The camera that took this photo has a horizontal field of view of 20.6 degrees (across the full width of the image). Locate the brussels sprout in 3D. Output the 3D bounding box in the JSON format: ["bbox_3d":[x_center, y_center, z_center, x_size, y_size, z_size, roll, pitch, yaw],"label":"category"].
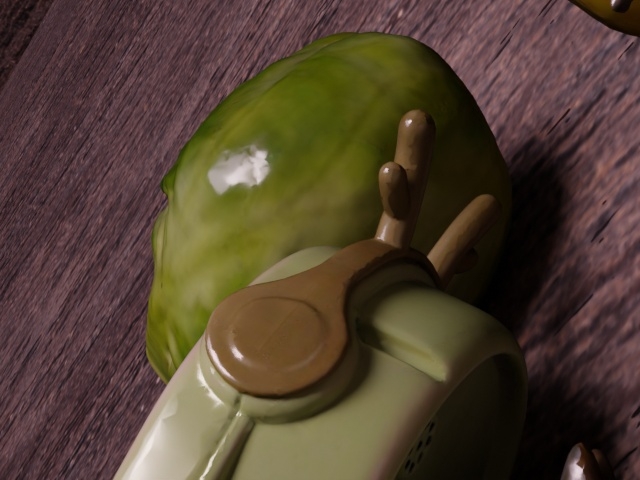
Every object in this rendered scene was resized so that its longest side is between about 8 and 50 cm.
[{"bbox_3d":[0.000,0.000,0.869,0.223,0.161,0.223,-56,-13,-20],"label":"brussels sprout"}]

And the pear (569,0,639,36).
[{"bbox_3d":[0.186,-0.212,0.520,0.285,0.285,0.336,-130,52,-70],"label":"pear"}]

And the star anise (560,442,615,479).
[{"bbox_3d":[0.078,0.201,0.497,0.288,0.088,0.288,-10,76,45],"label":"star anise"}]

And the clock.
[{"bbox_3d":[0.005,0.106,0.720,0.308,0.096,0.235,-65,-23,-7],"label":"clock"}]
